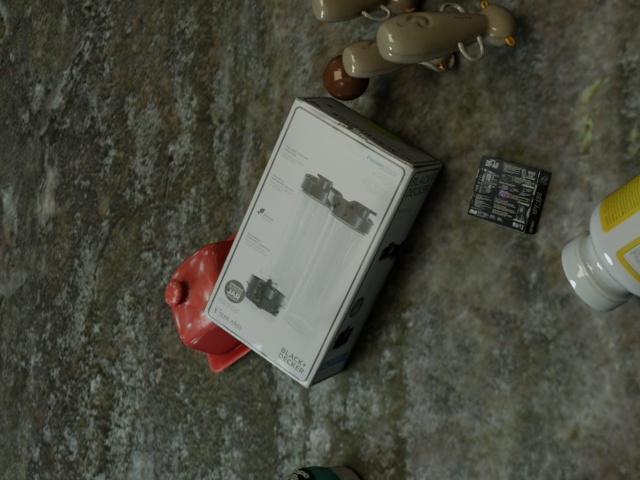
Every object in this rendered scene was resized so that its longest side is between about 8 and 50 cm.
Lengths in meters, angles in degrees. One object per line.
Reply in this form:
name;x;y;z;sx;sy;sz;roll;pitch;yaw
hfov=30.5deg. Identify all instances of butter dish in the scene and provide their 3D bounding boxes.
butter dish;-0.147;0.072;1.522;0.160;0.118;0.160;-37;58;39

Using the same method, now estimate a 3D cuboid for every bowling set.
bowling set;0.081;-0.256;1.317;0.200;0.154;0.287;109;144;-54

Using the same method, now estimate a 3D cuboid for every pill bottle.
pill bottle;0.302;-0.013;1.024;0.184;0.103;0.103;-39;56;39

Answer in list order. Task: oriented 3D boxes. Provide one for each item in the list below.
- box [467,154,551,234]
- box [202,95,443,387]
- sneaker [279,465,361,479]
box;0.194;-0.048;1.219;0.083;0.018;0.067;21;100;49
box;0.000;0.000;1.345;0.169;0.087;0.290;32;111;22
sneaker;-0.019;0.407;1.318;0.108;0.121;0.302;-10;78;47
